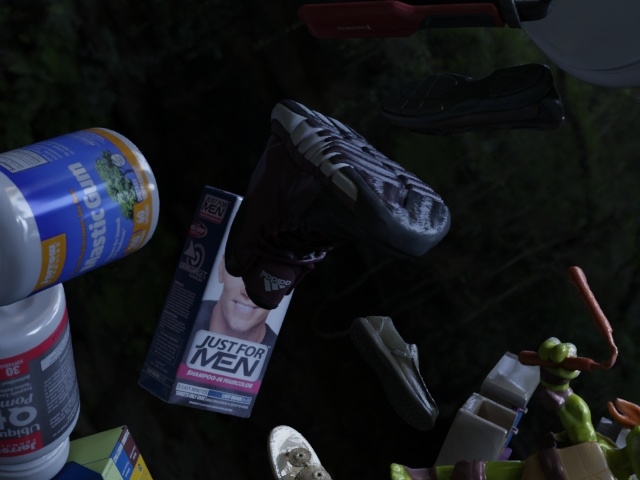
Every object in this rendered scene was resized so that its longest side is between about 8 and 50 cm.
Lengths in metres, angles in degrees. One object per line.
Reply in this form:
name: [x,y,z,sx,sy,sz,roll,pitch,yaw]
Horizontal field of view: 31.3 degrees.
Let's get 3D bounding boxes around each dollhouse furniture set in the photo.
dollhouse furniture set: [0.263,0.282,1.122,0.303,0.198,0.286,24,14,15]

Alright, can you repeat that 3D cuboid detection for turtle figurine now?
turtle figurine: [0.167,0.171,0.846,0.087,0.217,0.269,1,68,-76]

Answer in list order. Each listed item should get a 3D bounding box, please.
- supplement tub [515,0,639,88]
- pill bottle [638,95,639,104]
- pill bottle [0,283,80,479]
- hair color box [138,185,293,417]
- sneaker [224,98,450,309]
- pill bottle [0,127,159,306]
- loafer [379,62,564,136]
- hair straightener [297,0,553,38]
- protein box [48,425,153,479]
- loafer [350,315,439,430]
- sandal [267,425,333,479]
supplement tub: [0.383,-0.298,1.352,0.241,0.241,0.331,55,28,14]
pill bottle: [0.440,-0.099,1.176,0.216,0.121,0.121,51,-12,0]
pill bottle: [-0.412,0.182,1.507,0.176,0.176,0.318,49,-31,38]
hair color box: [-0.153,0.103,1.877,0.174,0.347,0.105,18,1,-39]
sneaker: [0.000,0.000,0.912,0.106,0.162,0.281,23,12,-22]
pill bottle: [-0.314,-0.019,1.208,0.152,0.272,0.152,14,-64,32]
loafer: [0.195,-0.166,1.495,0.267,0.096,0.084,-1,-46,45]
hair straightener: [0.093,-0.204,0.886,0.230,0.089,0.047,3,-30,37]
protein box: [-0.346,0.410,1.660,0.136,0.200,0.201,-75,146,-68]
loafer: [0.091,0.141,1.268,0.148,0.050,0.056,57,-26,14]
sandal: [-0.001,0.387,1.733,0.079,0.088,0.240,-29,-104,49]
